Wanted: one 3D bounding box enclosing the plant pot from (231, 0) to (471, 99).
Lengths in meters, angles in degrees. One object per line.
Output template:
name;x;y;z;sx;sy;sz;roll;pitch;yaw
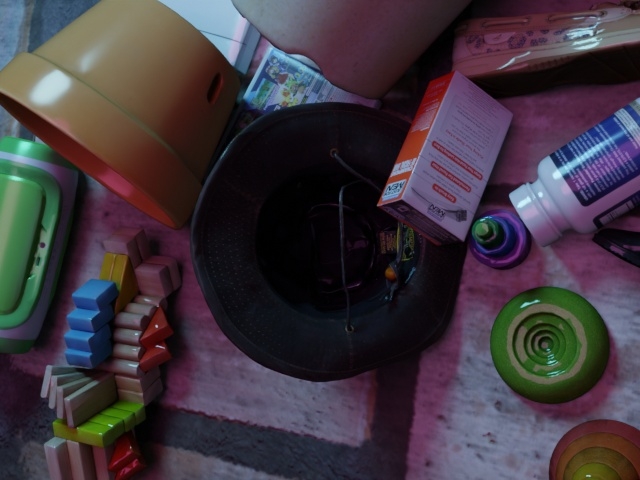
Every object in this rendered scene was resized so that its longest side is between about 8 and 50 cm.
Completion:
plant pot;0.065;-0.341;0.894;0.334;0.333;0.305;46;113;24

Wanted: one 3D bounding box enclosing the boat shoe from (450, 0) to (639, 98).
boat shoe;0.274;-0.221;0.870;0.285;0.104;0.089;-3;78;28

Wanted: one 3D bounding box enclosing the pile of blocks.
pile of blocks;-0.259;0.160;1.044;0.112;0.149;0.363;4;83;27

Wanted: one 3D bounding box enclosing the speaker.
speaker;-0.440;0.007;1.169;0.131;0.131;0.297;12;87;27

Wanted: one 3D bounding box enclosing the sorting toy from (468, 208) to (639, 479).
sorting toy;0.233;0.128;0.824;0.127;0.126;0.366;-27;72;20

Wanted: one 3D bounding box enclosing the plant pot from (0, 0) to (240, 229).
plant pot;-0.239;-0.178;1.031;0.290;0.291;0.204;30;80;26

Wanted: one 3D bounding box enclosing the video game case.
video game case;-0.041;-0.129;1.055;0.183;0.023;0.201;32;97;26

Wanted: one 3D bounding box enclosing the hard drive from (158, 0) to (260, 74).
hard drive;-0.141;-0.432;1.137;0.233;0.047;0.353;22;91;27

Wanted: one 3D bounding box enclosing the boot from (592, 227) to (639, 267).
boot;0.357;-0.013;0.831;0.121;0.045;0.099;29;97;19

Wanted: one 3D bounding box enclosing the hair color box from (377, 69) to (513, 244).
hair color box;0.139;-0.090;0.892;0.053;0.093;0.167;-13;49;61

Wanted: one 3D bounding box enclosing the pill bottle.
pill bottle;0.288;-0.066;0.844;0.169;0.094;0.094;-34;69;17

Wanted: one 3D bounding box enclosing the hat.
hat;0.000;0.000;0.917;0.134;0.331;0.332;-6;76;64
